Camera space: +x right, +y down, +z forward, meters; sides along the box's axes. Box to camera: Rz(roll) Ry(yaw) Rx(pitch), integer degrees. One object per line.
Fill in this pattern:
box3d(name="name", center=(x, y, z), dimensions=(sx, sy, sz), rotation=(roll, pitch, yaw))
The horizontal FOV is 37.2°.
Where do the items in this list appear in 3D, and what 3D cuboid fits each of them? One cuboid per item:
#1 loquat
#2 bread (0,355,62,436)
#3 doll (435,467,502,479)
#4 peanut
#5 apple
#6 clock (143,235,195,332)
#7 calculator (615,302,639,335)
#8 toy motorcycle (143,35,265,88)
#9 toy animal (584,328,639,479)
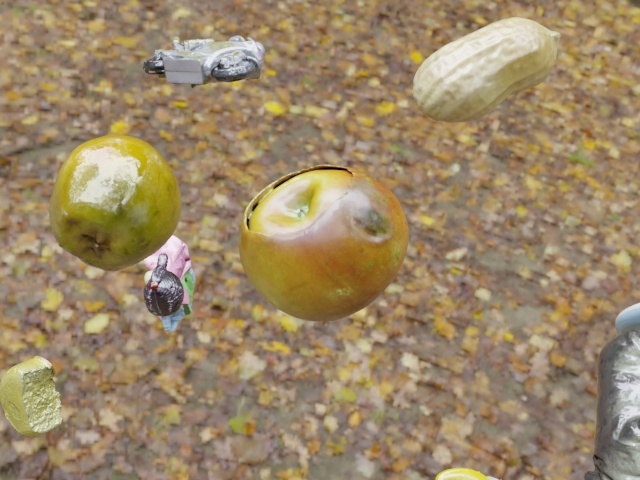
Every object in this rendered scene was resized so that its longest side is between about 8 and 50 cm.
box3d(name="loquat", center=(-0.316, -0.073, 1.500), dimensions=(0.213, 0.213, 0.246), rotation=(15, 42, 2))
box3d(name="bread", center=(-0.580, 0.309, 1.894), dimensions=(0.125, 0.156, 0.086), rotation=(1, 15, 36))
box3d(name="doll", center=(0.246, 0.527, 1.743), dimensions=(0.252, 0.237, 0.111), rotation=(-35, 25, -16))
box3d(name="peanut", center=(0.340, -0.344, 1.906), dimensions=(0.340, 0.174, 0.158), rotation=(-29, 40, -4))
box3d(name="apple", center=(0.000, 0.000, 1.346), dimensions=(0.207, 0.237, 0.237), rotation=(40, 13, -43))
box3d(name="clock", center=(-0.360, 0.115, 2.268), dimensions=(0.100, 0.194, 0.195), rotation=(-4, 37, 7))
box3d(name="calculator", center=(0.578, 0.130, 1.409), dimensions=(0.188, 0.302, 0.042), rotation=(29, 67, -25))
box3d(name="toy motorcycle", center=(-0.159, -0.277, 1.463), dimensions=(0.225, 0.073, 0.152), rotation=(13, 30, 40))
box3d(name="toy animal", center=(0.419, 0.275, 1.272), dimensions=(0.106, 0.168, 0.343), rotation=(23, 76, -20))
